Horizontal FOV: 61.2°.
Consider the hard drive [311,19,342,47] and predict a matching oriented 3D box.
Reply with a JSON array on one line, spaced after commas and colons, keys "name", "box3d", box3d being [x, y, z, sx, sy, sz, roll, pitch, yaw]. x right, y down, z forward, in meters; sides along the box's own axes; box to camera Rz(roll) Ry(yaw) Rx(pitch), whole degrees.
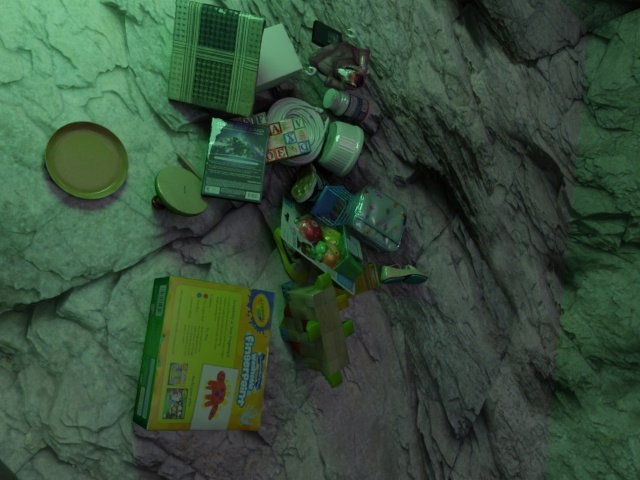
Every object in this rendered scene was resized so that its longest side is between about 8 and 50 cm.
[{"name": "hard drive", "box3d": [0.027, -0.837, 2.228, 0.135, 0.022, 0.094, 14, 76, -34]}]

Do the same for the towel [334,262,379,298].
[{"name": "towel", "box3d": [0.144, 0.171, 2.188, 0.237, 0.021, 0.102, -18, 94, -35]}]

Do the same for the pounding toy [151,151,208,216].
[{"name": "pounding toy", "box3d": [-0.462, -0.151, 1.763, 0.183, 0.110, 0.237, 40, 36, -18]}]

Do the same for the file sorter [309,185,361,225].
[{"name": "file sorter", "box3d": [0.061, -0.123, 1.986, 0.118, 0.104, 0.170, -59, 162, 17]}]

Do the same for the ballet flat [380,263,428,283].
[{"name": "ballet flat", "box3d": [0.356, 0.138, 2.314, 0.248, 0.086, 0.086, 4, 82, -34]}]

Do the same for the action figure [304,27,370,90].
[{"name": "action figure", "box3d": [0.088, -0.635, 2.072, 0.248, 0.370, 0.276, -33, 127, 7]}]

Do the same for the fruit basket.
[{"name": "fruit basket", "box3d": [0.000, 0.000, 1.954, 0.353, 0.165, 0.327, 44, 20, -24]}]

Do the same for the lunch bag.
[{"name": "lunch bag", "box3d": [0.230, -0.079, 2.227, 0.279, 0.107, 0.224, 29, 68, -30]}]

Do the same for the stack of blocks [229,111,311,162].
[{"name": "stack of blocks", "box3d": [-0.198, -0.354, 1.894, 0.296, 0.087, 0.171, -15, 94, -10]}]

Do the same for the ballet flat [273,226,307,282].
[{"name": "ballet flat", "box3d": [-0.103, 0.056, 1.990, 0.077, 0.077, 0.231, -31, 103, -28]}]

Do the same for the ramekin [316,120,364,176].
[{"name": "ramekin", "box3d": [0.068, -0.360, 2.094, 0.108, 0.207, 0.207, 19, 73, -22]}]

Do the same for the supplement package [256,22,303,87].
[{"name": "supplement package", "box3d": [-0.244, -0.616, 1.912, 0.292, 0.175, 0.178, -32, 101, -34]}]

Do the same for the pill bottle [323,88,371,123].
[{"name": "pill bottle", "box3d": [0.106, -0.550, 2.197, 0.180, 0.107, 0.108, 12, 78, -34]}]

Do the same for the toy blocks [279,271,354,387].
[{"name": "toy blocks", "box3d": [-0.043, 0.299, 1.908, 0.190, 0.260, 0.382, -21, 104, -38]}]

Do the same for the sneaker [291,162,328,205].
[{"name": "sneaker", "box3d": [-0.024, -0.173, 1.996, 0.153, 0.099, 0.282, 56, 17, -23]}]

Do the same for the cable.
[{"name": "cable", "box3d": [-0.103, -0.410, 2.044, 0.257, 0.089, 0.257, 23, 72, -30]}]

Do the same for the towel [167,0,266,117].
[{"name": "towel", "box3d": [-0.339, -0.582, 1.749, 0.056, 0.311, 0.325, -53, 157, -69]}]

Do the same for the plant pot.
[{"name": "plant pot", "box3d": [-0.701, -0.240, 1.628, 0.236, 0.032, 0.237, 5, 81, -36]}]

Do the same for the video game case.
[{"name": "video game case", "box3d": [-0.278, -0.264, 1.790, 0.195, 0.026, 0.275, 8, 74, -11]}]

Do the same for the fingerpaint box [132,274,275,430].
[{"name": "fingerpaint box", "box3d": [-0.360, 0.359, 1.717, 0.370, 0.163, 0.446, 12, 78, -33]}]
